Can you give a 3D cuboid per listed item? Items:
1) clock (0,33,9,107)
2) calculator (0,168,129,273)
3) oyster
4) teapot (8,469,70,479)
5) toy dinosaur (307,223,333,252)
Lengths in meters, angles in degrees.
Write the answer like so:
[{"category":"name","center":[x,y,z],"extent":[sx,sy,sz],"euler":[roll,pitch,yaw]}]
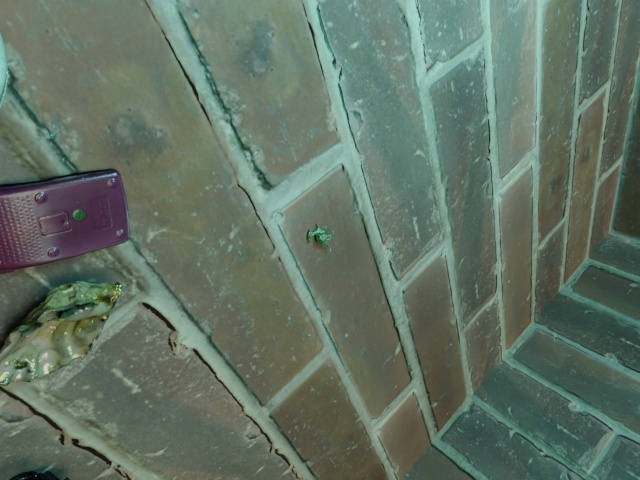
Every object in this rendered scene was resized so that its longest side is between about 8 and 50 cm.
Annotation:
[{"category":"clock","center":[-0.403,-0.204,0.431],"extent":[0.236,0.054,0.236],"euler":[-4,90,-70]},{"category":"calculator","center":[-0.372,-0.031,0.652],"extent":[0.191,0.034,0.126],"euler":[-18,121,-37]},{"category":"oyster","center":[-0.410,0.136,0.688],"extent":[0.209,0.072,0.133],"euler":[-49,146,17]},{"category":"teapot","center":[-0.472,0.450,0.778],"extent":[0.096,0.087,0.177],"euler":[-37,132,-29]},{"category":"toy dinosaur","center":[0.000,0.000,1.021],"extent":[0.062,0.021,0.083],"euler":[-19,120,-27]}]
